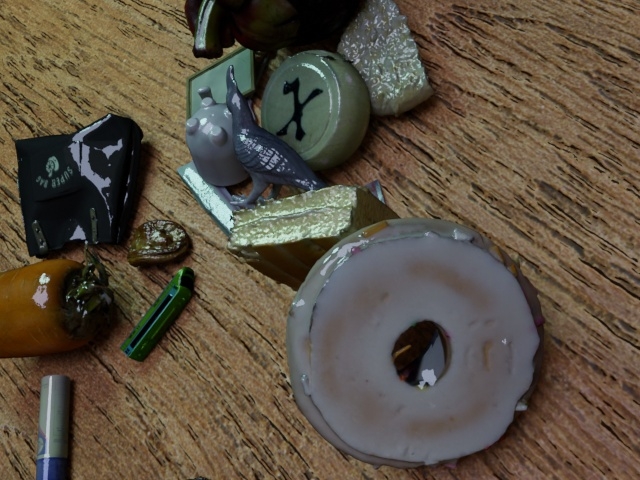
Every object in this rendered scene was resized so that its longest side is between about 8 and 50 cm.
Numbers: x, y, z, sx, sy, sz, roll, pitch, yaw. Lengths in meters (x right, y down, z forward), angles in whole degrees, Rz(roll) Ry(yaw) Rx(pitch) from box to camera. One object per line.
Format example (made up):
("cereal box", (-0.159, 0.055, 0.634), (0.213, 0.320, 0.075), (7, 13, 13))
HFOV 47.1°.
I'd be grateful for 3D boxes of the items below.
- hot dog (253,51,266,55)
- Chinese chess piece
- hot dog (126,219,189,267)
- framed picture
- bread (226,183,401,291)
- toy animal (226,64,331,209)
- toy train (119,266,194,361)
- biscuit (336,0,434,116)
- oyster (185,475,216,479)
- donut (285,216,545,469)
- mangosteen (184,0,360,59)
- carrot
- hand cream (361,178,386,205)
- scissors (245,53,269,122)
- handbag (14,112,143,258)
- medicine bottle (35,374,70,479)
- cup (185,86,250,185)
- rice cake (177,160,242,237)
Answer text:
("hot dog", (-0.117, -0.468, 1.630), (0.044, 0.028, 0.137), (4, 69, 30))
("Chinese chess piece", (-0.014, -0.250, 1.398), (0.238, 0.092, 0.238), (-1, 89, 43))
("hot dog", (-0.343, 0.010, 1.526), (0.147, 0.065, 0.099), (-7, 57, 28))
("framed picture", (-0.223, -0.346, 1.628), (0.201, 0.010, 0.136), (-21, 60, 30))
("bread", (0.000, 0.000, 1.236), (0.239, 0.246, 0.111), (-11, 67, 24))
("toy animal", (-0.090, -0.126, 1.356), (0.367, 0.081, 0.206), (46, 129, 12))
("toy train", (-0.312, 0.147, 1.462), (0.042, 0.044, 0.209), (37, 89, 35))
("biscuit", (0.111, -0.350, 1.427), (0.179, 0.084, 0.281), (-27, 57, 21))
("oyster", (-0.193, 0.447, 1.278), (0.132, 0.029, 0.086), (-20, 61, 22))
("donut", (0.136, 0.146, 1.072), (0.382, 0.142, 0.383), (0, 101, 0))
("mangosteen", (-0.119, -0.543, 1.450), (0.435, 0.382, 0.382), (-39, 56, -3))
("carrot", (-0.546, 0.134, 1.507), (0.331, 0.214, 0.193), (-12, 107, 27))
("hand cream", (0.019, -0.050, 1.374), (0.209, 0.043, 0.067), (-22, 57, 13))
("scissors", (-0.157, -0.316, 1.593), (0.110, 0.021, 0.212), (16, 78, 30))
("handbag", (-0.556, -0.112, 1.654), (0.342, 0.152, 0.288), (-11, 76, 25))
("medicine bottle", (-0.535, 0.388, 1.470), (0.059, 0.059, 0.231), (-18, 61, 21))
("cup", (-0.197, -0.220, 1.473), (0.134, 0.142, 0.173), (7, 60, 12))
("rice cake", (-0.194, -0.073, 1.492), (0.081, 0.051, 0.290), (-42, 58, -6))
